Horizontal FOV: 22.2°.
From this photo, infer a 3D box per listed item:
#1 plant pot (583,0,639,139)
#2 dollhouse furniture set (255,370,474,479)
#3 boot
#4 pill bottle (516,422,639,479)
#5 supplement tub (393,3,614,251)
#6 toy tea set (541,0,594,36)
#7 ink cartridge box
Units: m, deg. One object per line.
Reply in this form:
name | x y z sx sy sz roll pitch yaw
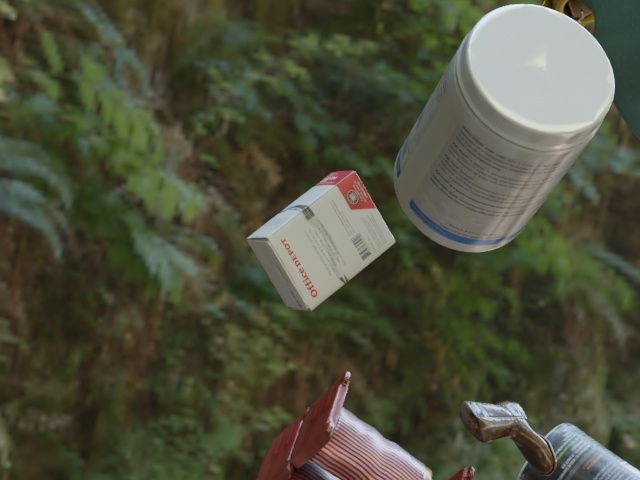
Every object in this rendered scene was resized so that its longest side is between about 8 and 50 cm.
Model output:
plant pot | 0.467 -0.246 1.628 0.334 0.341 0.341 -17 -16 35
dollhouse furniture set | 0.026 0.347 1.756 0.201 0.152 0.374 37 32 -12
boot | 0.217 0.231 1.902 0.114 0.037 0.106 9 40 -54
pill bottle | 0.389 0.360 2.161 0.246 0.130 0.130 35 12 25
supplement tub | 0.080 -0.048 0.730 0.071 0.071 0.107 12 -31 -11
toy tea set | 0.426 -0.245 2.043 0.200 0.124 0.336 -30 -42 19
ink cartridge box | 0.000 0.000 1.798 0.135 0.099 0.056 -38 18 -24
